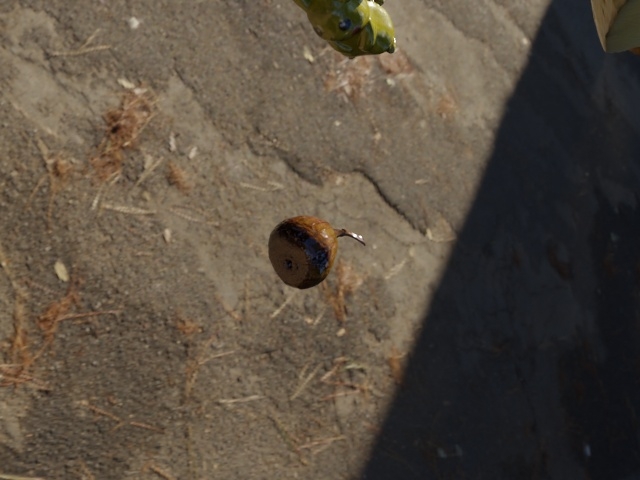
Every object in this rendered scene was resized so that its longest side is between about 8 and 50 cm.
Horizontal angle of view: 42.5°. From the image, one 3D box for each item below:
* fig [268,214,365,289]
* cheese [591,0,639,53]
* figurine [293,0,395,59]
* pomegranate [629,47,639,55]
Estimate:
[{"bbox_3d":[0.000,0.000,1.604,0.201,0.146,0.133,-31,71,-32],"label":"fig"},{"bbox_3d":[0.513,-0.483,1.375,0.242,0.124,0.265,64,17,-78],"label":"cheese"},{"bbox_3d":[0.075,-0.570,2.073,0.327,0.218,0.169,9,79,-60],"label":"figurine"},{"bbox_3d":[0.677,-0.469,1.671,0.196,0.196,0.196,20,61,-42],"label":"pomegranate"}]
